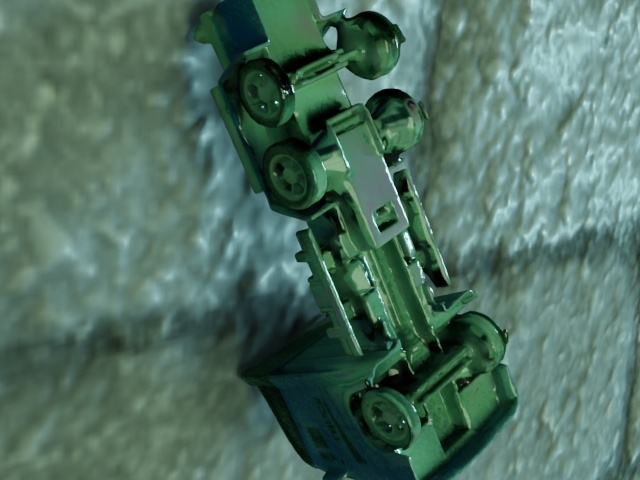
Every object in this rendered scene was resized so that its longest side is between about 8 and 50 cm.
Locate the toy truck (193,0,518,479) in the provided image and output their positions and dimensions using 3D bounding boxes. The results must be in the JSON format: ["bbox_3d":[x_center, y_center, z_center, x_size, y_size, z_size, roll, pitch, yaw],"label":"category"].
[{"bbox_3d":[0.000,0.000,0.371,0.067,0.081,0.175,-33,106,-41],"label":"toy truck"}]
